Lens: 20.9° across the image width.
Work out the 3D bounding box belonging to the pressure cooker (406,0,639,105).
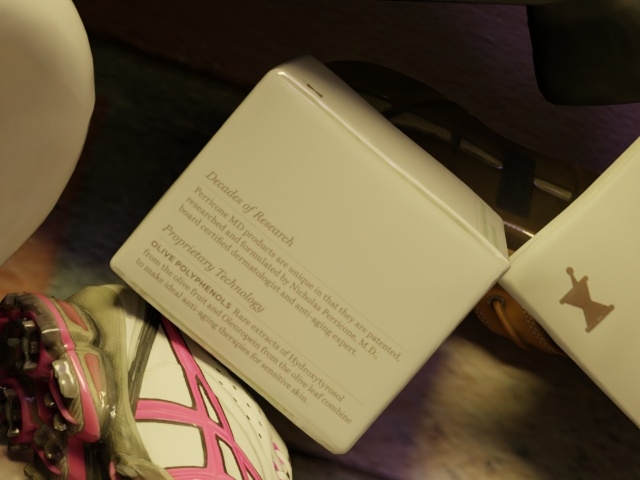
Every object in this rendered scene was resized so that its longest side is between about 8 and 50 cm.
[{"bbox_3d":[0.056,-0.263,0.652,0.420,0.370,0.375,-5,45,-37],"label":"pressure cooker"}]

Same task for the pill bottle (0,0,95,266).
[{"bbox_3d":[-0.195,-0.108,0.524,0.162,0.162,0.278,-11,52,-36],"label":"pill bottle"}]

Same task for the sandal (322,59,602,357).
[{"bbox_3d":[0.078,0.008,0.682,0.219,0.060,0.090,27,36,-5],"label":"sandal"}]

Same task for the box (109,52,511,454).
[{"bbox_3d":[0.000,0.000,0.592,0.102,0.087,0.101,39,10,-2],"label":"box"}]

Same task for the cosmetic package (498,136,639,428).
[{"bbox_3d":[0.257,-0.053,0.672,0.156,0.217,0.385,47,37,8],"label":"cosmetic package"}]

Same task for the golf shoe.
[{"bbox_3d":[-0.035,0.082,0.540,0.086,0.067,0.186,-5,48,-34],"label":"golf shoe"}]
